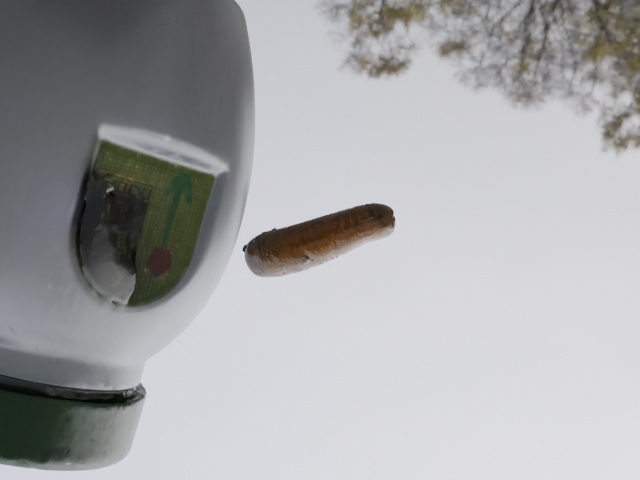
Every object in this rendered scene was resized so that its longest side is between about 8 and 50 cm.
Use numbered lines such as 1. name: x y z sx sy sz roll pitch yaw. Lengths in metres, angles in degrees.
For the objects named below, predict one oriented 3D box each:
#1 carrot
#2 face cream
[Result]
1. carrot: 0.000 0.000 1.149 0.186 0.060 0.060 -17 -157 12
2. face cream: -0.194 -0.034 0.734 0.219 0.357 0.312 18 -178 39
